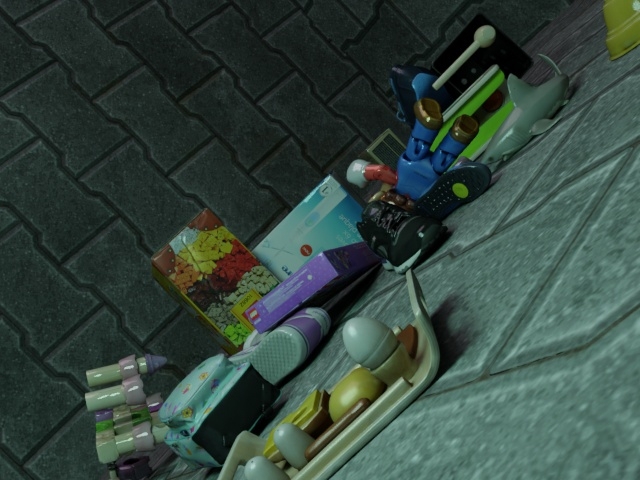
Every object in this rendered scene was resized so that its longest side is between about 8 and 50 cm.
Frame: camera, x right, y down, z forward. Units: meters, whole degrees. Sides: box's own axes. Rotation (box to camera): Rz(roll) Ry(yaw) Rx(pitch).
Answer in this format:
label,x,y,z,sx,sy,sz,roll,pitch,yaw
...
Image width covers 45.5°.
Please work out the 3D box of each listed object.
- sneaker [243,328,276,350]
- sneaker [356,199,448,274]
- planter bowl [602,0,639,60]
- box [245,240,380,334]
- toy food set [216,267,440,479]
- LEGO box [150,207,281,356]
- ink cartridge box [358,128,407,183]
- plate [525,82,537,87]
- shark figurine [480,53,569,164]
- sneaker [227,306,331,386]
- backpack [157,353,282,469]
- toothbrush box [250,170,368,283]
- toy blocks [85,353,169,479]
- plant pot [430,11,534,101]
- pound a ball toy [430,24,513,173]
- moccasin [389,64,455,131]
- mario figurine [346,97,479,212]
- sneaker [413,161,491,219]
label,x,y,z,sx,sy,sz,roll,pitch,yaw
sneaker,-0.059,0.175,1.708,0.262,0.099,0.121,-54,14,-20
sneaker,0.124,-0.015,1.355,0.107,0.124,0.283,-46,3,-12
planter bowl,0.564,-0.424,1.335,0.217,0.090,0.217,-45,2,2
box,-0.002,0.086,1.532,0.201,0.057,0.293,-38,-10,20
toy food set,0.004,0.164,0.843,0.306,0.092,0.220,-44,3,9
LEGO box,-0.263,0.143,2.078,0.193,0.372,0.500,-45,3,-14
ink cartridge box,0.206,-0.195,2.049,0.088,0.193,0.235,-45,4,0
plate,0.418,-0.329,2.018,0.278,0.045,0.277,-45,13,9
shark figurine,0.391,-0.271,1.400,0.278,0.116,0.166,-48,5,-25
sneaker,-0.085,0.217,1.437,0.282,0.102,0.161,-34,2,37
backpack,-0.177,0.282,1.242,0.166,0.144,0.188,-54,5,-35
toothbrush box,0.000,0.000,1.964,0.295,0.216,0.126,-43,3,12
toy blocks,-0.377,0.426,1.750,0.260,0.309,0.288,-12,7,-16
plant pot,0.385,-0.424,1.931,0.187,0.188,0.167,-48,3,-7
pound a ball toy,0.336,-0.313,1.777,0.319,0.208,0.136,-45,3,11
moccasin,0.254,-0.347,1.891,0.138,0.117,0.342,-52,-23,-8
mario figurine,0.185,-0.144,1.554,0.170,0.198,0.320,-22,-29,-45
sneaker,0.249,-0.101,1.395,0.082,0.069,0.209,-42,1,-32
